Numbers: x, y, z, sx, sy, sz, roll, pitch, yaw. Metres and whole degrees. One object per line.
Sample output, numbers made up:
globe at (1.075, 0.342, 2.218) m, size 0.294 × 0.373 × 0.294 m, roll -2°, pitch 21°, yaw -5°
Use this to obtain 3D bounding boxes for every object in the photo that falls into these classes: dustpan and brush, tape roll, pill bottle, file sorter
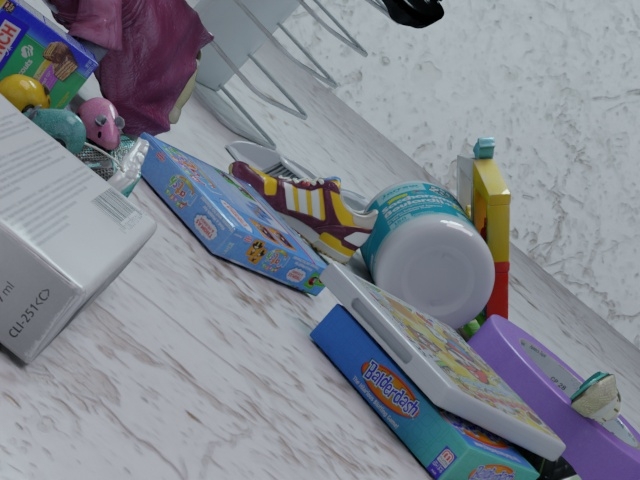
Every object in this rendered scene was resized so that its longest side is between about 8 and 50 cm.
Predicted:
dustpan and brush at (-0.010, -0.067, 2.242) m, size 0.211 × 0.060 × 0.147 m, roll 33°, pitch 12°, yaw -42°
tape roll at (0.275, 0.211, 2.029) m, size 0.275 × 0.090 × 0.275 m, roll 40°, pitch 10°, yaw -8°
pill bottle at (0.126, 0.010, 2.179) m, size 0.146 × 0.146 × 0.264 m, roll 39°, pitch 9°, yaw -16°
file sorter at (-0.055, -0.286, 2.439) m, size 0.173 × 0.277 × 0.193 m, roll 49°, pitch 12°, yaw 22°

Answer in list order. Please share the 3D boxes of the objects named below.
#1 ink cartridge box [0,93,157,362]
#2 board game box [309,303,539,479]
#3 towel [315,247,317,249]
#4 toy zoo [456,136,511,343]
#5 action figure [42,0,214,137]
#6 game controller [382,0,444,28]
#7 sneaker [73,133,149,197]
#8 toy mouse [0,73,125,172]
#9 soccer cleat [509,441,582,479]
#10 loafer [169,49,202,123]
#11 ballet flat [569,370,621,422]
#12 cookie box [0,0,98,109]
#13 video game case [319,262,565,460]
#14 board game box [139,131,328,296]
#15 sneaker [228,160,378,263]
ink cartridge box at (-0.247, -0.052, 1.177) m, size 0.261 × 0.066 × 0.296 m, roll 41°, pitch 9°, yaw -3°
board game box at (0.101, 0.160, 1.675) m, size 0.210 × 0.047 × 0.160 m, roll 47°, pitch 11°, yaw 33°
towel at (0.000, 0.000, 2.133) m, size 0.060 × 0.009 × 0.083 m, roll 48°, pitch 11°, yaw 32°
toy zoo at (0.210, 0.009, 2.243) m, size 0.030 × 0.293 × 0.192 m, roll -4°, pitch 19°, yaw -7°
action figure at (-0.207, -0.244, 1.690) m, size 0.248 × 0.275 × 0.370 m, roll 51°, pitch -2°, yaw 21°
game controller at (0.046, -0.416, 2.384) m, size 0.319 × 0.067 × 0.166 m, roll 47°, pitch 11°, yaw 5°
sneaker at (-0.196, -0.073, 1.515) m, size 0.076 × 0.065 × 0.166 m, roll 35°, pitch 8°, yaw -11°
toy mouse at (-0.209, -0.102, 1.453) m, size 0.143 × 0.031 × 0.161 m, roll 34°, pitch 22°, yaw 32°
soccer cleat at (0.247, 0.268, 1.750) m, size 0.179 × 0.060 × 0.072 m, roll 39°, pitch 22°, yaw -16°
loafer at (-0.196, -0.224, 2.119) m, size 0.102 × 0.092 × 0.268 m, roll 36°, pitch 10°, yaw -28°
ballet flat at (0.312, 0.175, 1.905) m, size 0.052 × 0.057 × 0.168 m, roll 52°, pitch 11°, yaw 8°
cookie box at (-0.265, -0.155, 1.515) m, size 0.107 × 0.092 × 0.040 m, roll 36°, pitch 7°, yaw -23°
video game case at (0.122, 0.120, 1.703) m, size 0.227 × 0.026 × 0.206 m, roll 30°, pitch 13°, yaw -48°
board game box at (-0.091, -0.025, 1.784) m, size 0.160 × 0.039 × 0.211 m, roll 46°, pitch 10°, yaw 30°
sneaker at (-0.020, -0.055, 2.052) m, size 0.185 × 0.084 × 0.069 m, roll 34°, pitch 11°, yaw -11°
